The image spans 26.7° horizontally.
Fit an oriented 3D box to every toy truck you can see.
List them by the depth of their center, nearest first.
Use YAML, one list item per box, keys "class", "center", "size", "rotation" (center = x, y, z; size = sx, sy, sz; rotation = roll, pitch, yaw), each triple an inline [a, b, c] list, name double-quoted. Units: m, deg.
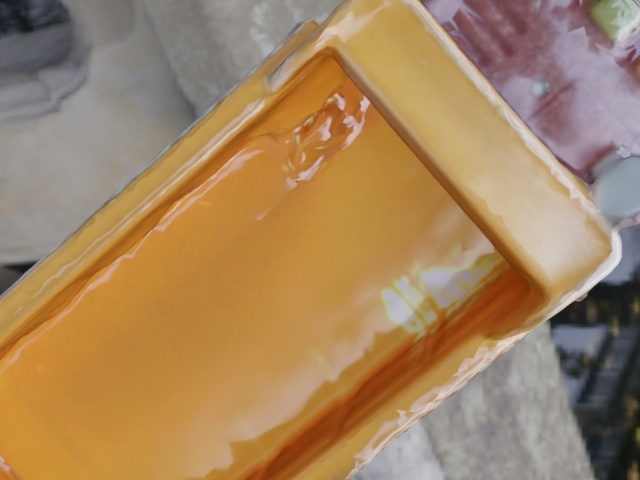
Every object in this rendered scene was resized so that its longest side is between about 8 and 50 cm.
- class: "toy truck"
  center: [0.000, 0.000, 0.388]
  size: [0.114, 0.270, 0.135]
  rotation: [49, 13, -4]
